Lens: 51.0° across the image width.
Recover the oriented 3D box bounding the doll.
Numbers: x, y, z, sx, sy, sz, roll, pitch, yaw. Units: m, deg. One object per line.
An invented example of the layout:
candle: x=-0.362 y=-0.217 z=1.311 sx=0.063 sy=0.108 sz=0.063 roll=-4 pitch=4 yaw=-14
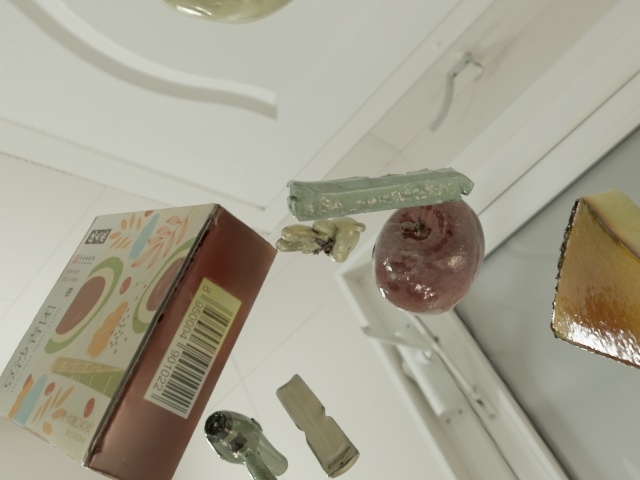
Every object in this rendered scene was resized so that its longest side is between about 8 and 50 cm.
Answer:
doll: x=-0.001 y=0.003 z=2.110 sx=0.277 sy=0.150 sz=0.175 roll=-4 pitch=-177 yaw=-21

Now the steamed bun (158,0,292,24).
steamed bun: x=-0.149 y=-0.485 z=1.005 sx=0.333 sy=0.312 sz=0.233 roll=2 pitch=-158 yaw=3

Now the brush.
brush: x=-0.006 y=0.314 z=1.139 sx=0.050 sy=0.060 sz=0.321 roll=55 pitch=171 yaw=-19

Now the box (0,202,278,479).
box: x=-0.280 y=0.131 z=0.957 sx=0.122 sy=0.385 sz=0.345 roll=39 pitch=-115 yaw=-34

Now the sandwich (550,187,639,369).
sandwich: x=0.296 y=0.070 z=0.654 sx=0.162 sy=0.058 sz=0.193 roll=-115 pitch=14 yaw=-47

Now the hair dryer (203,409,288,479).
hair dryer: x=-0.087 y=0.428 z=1.212 sx=0.267 sy=0.092 sz=0.229 roll=45 pitch=176 yaw=28

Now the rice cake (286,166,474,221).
rice cake: x=0.105 y=-0.081 z=1.135 sx=0.336 sy=0.063 sz=0.066 roll=-7 pitch=-157 yaw=-22

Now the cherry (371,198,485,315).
cherry: x=0.228 y=0.038 z=1.406 sx=0.221 sy=0.261 sz=0.307 roll=27 pitch=159 yaw=24
